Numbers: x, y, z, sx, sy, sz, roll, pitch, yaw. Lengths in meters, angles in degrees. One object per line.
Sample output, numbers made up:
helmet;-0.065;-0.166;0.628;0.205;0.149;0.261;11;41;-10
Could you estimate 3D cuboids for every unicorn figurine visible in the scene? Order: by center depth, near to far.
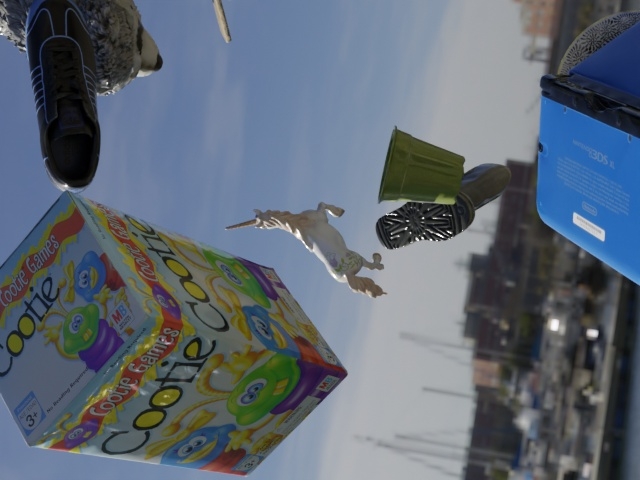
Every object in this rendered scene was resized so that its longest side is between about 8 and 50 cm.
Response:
unicorn figurine;0.000;0.000;1.336;0.111;0.162;0.060;-7;-53;-61

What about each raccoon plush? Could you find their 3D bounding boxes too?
raccoon plush;-0.428;-0.308;1.681;0.299;0.446;0.216;-92;8;-59

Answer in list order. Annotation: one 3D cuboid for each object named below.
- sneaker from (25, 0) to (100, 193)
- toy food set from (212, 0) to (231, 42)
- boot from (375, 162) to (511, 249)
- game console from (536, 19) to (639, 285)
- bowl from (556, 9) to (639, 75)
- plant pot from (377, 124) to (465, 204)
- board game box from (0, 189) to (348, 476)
sneaker;-0.289;-0.169;1.444;0.090;0.081;0.232;-159;62;-70
toy food set;-0.131;-0.318;1.345;0.192;0.038;0.132;61;173;19
boot;0.197;-0.055;1.738;0.208;0.189;0.076;-19;-85;-39
game console;0.367;-0.109;1.338;0.293;0.173;0.250;-131;38;-67
bowl;0.379;-0.185;1.529;0.080;0.170;0.170;29;-112;-55
plant pot;0.106;-0.070;1.299;0.083;0.079;0.083;12;-90;-90
board game box;-0.129;0.088;1.043;0.144;0.142;0.275;-47;-34;14
